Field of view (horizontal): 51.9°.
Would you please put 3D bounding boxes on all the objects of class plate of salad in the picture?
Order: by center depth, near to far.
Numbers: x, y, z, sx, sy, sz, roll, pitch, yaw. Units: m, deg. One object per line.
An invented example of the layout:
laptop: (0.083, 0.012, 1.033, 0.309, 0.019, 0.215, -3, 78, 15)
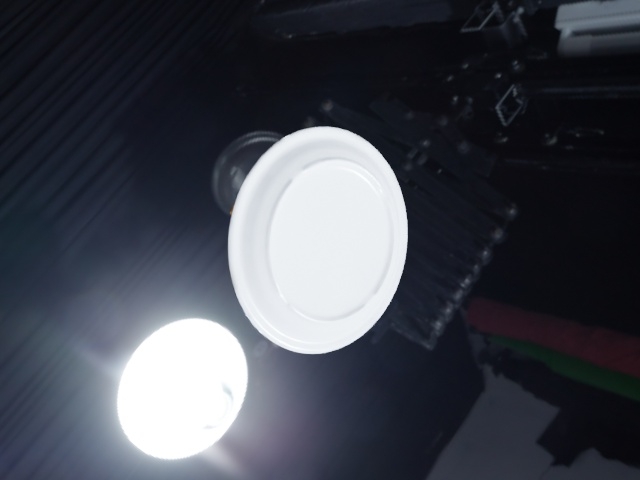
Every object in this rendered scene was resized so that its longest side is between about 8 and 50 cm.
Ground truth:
plate of salad: (0.000, 0.000, 0.584, 0.048, 0.200, 0.200, 6, -37, 51)
